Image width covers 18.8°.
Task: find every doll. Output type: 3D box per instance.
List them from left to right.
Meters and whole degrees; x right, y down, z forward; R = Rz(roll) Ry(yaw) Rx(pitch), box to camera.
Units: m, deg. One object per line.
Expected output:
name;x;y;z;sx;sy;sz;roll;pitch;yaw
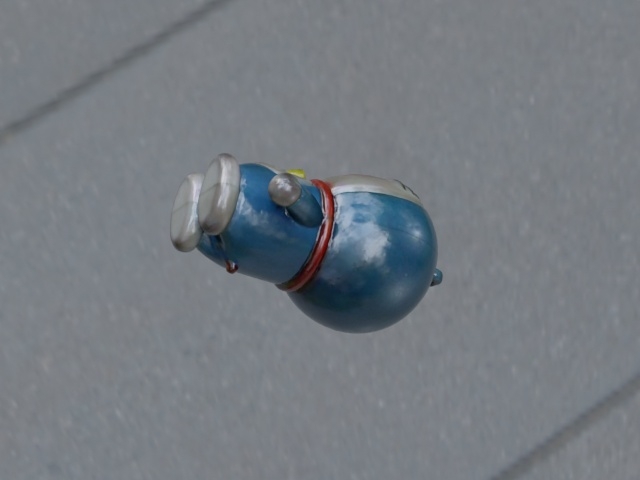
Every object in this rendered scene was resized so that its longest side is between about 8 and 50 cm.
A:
doll;0.000;0.000;1.012;0.152;0.114;0.085;17;68;-24
